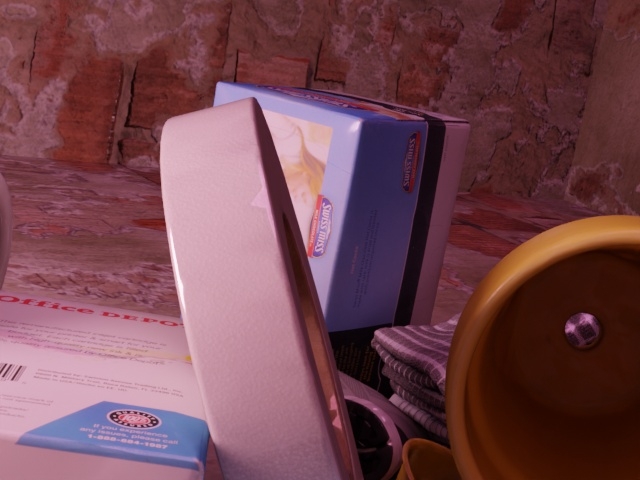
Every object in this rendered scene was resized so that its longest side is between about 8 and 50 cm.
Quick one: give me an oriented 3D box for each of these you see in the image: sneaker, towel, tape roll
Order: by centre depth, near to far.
[{"bbox_3d":[-0.031,0.088,0.840,0.072,0.392,0.392,-14,12,1],"label":"tape roll"},{"bbox_3d":[0.193,0.117,1.155,0.235,0.121,0.283,-26,7,-11],"label":"towel"},{"bbox_3d":[0.001,0.177,1.170,0.108,0.100,0.271,13,11,-47],"label":"sneaker"}]

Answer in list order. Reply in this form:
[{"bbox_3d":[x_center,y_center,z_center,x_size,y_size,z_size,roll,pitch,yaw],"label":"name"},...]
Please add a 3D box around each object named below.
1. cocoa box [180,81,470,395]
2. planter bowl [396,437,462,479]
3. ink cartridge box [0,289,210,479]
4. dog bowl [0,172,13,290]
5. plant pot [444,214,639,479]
[{"bbox_3d":[0.000,0.000,1.351,0.231,0.347,0.228,19,15,37],"label":"cocoa box"},{"bbox_3d":[0.112,0.252,0.806,0.217,0.090,0.217,39,10,-9],"label":"planter bowl"},{"bbox_3d":[-0.180,0.169,0.756,0.198,0.197,0.270,9,12,-4],"label":"ink cartridge box"},{"bbox_3d":[-0.355,0.058,0.833,0.102,0.349,0.349,26,14,8],"label":"dog bowl"},{"bbox_3d":[0.221,0.098,0.876,0.254,0.254,0.239,11,10,3],"label":"plant pot"}]
